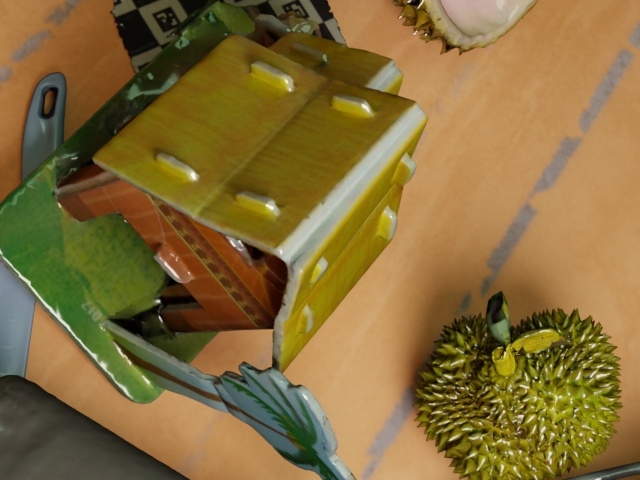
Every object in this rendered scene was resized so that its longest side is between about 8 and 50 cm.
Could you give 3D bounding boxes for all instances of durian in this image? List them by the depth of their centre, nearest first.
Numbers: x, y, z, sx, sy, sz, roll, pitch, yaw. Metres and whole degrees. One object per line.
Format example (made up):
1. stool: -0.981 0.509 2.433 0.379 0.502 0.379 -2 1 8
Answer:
1. durian: 0.169 0.128 1.140 0.159 0.198 0.146 1 73 -26
2. durian: 0.133 -0.283 1.325 0.138 0.183 0.250 37 44 22

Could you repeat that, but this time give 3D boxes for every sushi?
1. sushi: -0.058 -0.161 1.256 0.210 0.040 0.192 -18 77 -26

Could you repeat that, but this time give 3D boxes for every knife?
1. knife: -0.239 0.002 1.135 0.044 0.019 0.313 8 67 -10

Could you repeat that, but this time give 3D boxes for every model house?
1. model house: 0.000 0.000 1.051 0.300 0.323 0.340 -47 108 -25

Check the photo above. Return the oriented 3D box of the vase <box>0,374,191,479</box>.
1. vase: -0.143 0.233 0.970 0.291 0.245 0.245 36 61 2

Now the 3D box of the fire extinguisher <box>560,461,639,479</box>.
1. fire extinguisher: 0.253 0.233 1.121 0.294 0.093 0.118 -12 88 1
